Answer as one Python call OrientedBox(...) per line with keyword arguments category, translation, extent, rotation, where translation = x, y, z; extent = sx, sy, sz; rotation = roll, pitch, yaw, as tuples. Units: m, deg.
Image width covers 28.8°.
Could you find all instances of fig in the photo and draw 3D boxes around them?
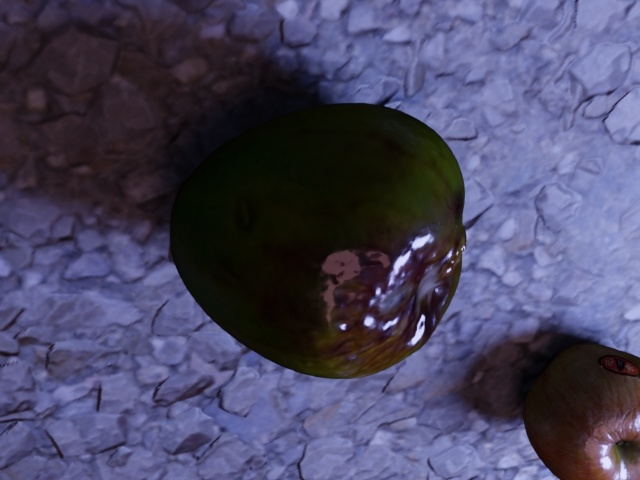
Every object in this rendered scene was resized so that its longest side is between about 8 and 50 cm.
OrientedBox(category="fig", translation=(0.000, 0.000, 0.802), extent=(0.191, 0.181, 0.181), rotation=(12, 126, 2))

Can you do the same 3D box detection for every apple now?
OrientedBox(category="apple", translation=(0.234, 0.148, 1.038), extent=(0.126, 0.102, 0.126), rotation=(-9, 123, -13))
